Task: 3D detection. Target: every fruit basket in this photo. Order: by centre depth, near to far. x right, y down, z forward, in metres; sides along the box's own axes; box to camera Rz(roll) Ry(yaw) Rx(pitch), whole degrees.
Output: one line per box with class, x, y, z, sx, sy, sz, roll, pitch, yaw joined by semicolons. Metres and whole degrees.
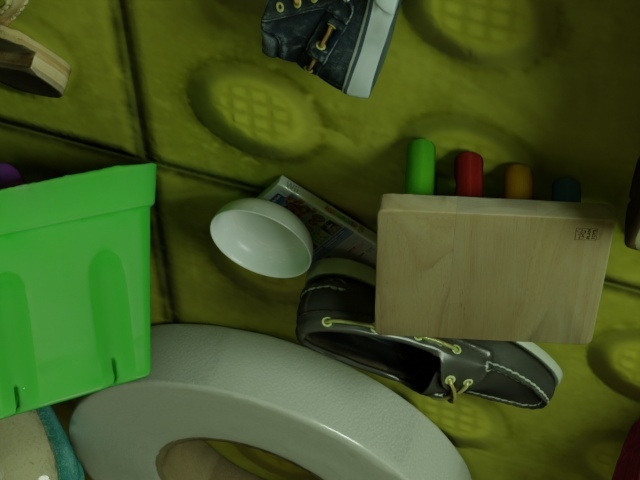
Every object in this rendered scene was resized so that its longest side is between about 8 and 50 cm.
fruit basket;-0.339;-0.023;1.429;0.392;0.283;0.392;12;108;42

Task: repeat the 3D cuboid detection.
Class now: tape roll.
tape roll;-0.045;0.218;1.700;0.392;0.072;0.392;15;146;10

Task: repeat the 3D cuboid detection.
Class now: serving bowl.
serving bowl;-0.042;-0.007;1.390;0.083;0.027;0.083;15;147;10

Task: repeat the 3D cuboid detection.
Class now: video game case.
video game case;0.000;0.000;1.413;0.122;0.011;0.087;31;147;-14

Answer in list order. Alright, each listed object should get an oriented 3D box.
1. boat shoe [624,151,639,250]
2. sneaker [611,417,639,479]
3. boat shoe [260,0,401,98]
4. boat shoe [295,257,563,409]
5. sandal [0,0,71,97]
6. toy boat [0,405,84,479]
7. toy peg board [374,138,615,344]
boat shoe;0.265;-0.086;1.043;0.110;0.121;0.341;15;157;3
sneaker;0.309;0.188;1.414;0.111;0.103;0.252;31;147;-9
boat shoe;0.010;-0.158;1.128;0.083;0.065;0.183;20;148;2
boat shoe;0.085;0.091;1.428;0.228;0.068;0.081;24;148;-12
sandal;-0.239;-0.176;1.253;0.088;0.079;0.240;11;169;22
toy boat;-0.316;0.260;1.770;0.148;0.267;0.318;-3;124;-33
toy peg board;0.121;-0.003;1.295;0.161;0.079;0.161;2;146;3
